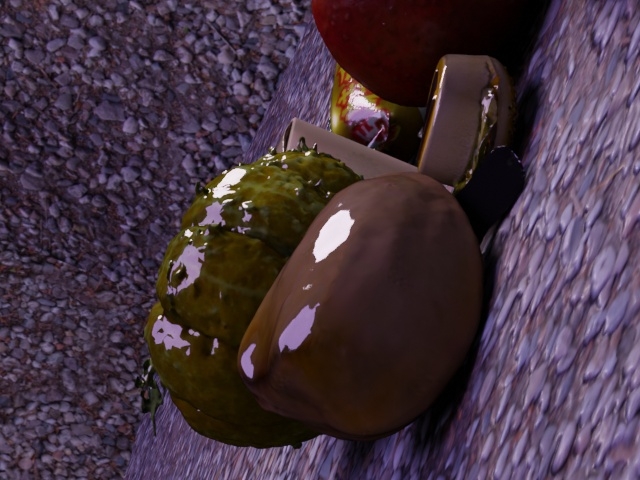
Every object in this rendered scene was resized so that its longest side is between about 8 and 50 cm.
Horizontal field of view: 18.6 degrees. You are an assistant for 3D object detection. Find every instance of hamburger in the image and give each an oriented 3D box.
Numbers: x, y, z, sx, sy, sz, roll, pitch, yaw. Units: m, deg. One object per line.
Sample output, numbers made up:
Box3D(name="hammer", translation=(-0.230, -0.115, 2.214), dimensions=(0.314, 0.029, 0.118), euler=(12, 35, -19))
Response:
Box3D(name="hamburger", translation=(0.134, -0.103, 1.758), dimensions=(0.141, 0.081, 0.127), euler=(-81, 3, -69))

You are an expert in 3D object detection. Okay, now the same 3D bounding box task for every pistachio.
Box3D(name="pistachio", translation=(0.051, 0.050, 1.670), dimensions=(0.163, 0.212, 0.260), euler=(55, -130, -49))

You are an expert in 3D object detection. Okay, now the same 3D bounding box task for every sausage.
Box3D(name="sausage", translation=(0.065, -0.159, 2.247), dimensions=(0.125, 0.117, 0.317), euler=(-37, 25, 32))

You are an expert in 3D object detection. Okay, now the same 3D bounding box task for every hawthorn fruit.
Box3D(name="hawthorn fruit", translation=(0.076, -0.248, 1.909), dimensions=(0.210, 0.266, 0.230), euler=(108, 179, -48))

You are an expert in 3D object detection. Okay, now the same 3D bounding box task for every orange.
Box3D(name="orange", translation=(-0.029, 0.063, 1.898), dimensions=(0.301, 0.223, 0.300), euler=(-35, -39, -57))

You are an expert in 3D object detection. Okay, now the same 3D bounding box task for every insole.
Box3D(name="insole", translation=(0.130, -0.015, 1.714), dimensions=(0.064, 0.004, 0.188), euler=(58, 140, 23))

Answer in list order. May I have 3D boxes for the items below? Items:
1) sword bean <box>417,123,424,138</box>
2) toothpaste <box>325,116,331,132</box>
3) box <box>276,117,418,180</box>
Box3D(name="sword bean", translation=(0.170, -0.222, 2.025), dimensions=(0.043, 0.038, 0.269), euler=(43, 114, 55))
Box3D(name="toothpaste", translation=(0.037, -0.101, 2.419), dimensions=(0.071, 0.089, 0.313), euler=(114, 176, -76))
Box3D(name="box", translation=(0.000, 0.000, 2.088), dimensions=(0.095, 0.168, 0.212), euler=(-83, 17, -57))
